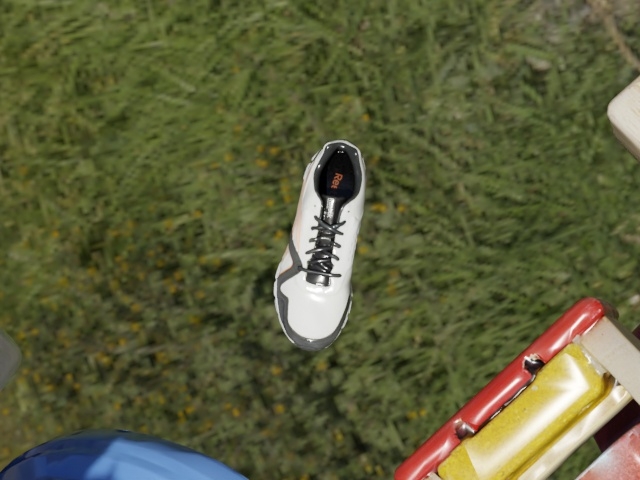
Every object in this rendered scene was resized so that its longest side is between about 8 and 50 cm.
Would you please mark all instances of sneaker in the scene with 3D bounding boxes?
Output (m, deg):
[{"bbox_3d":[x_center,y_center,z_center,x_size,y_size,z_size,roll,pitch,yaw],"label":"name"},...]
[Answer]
[{"bbox_3d":[0.000,0.000,0.680,0.044,0.040,0.109,102,175,-78],"label":"sneaker"}]

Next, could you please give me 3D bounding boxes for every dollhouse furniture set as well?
[{"bbox_3d":[0.185,-0.033,0.567,0.374,0.201,0.152,-43,73,9],"label":"dollhouse furniture set"}]

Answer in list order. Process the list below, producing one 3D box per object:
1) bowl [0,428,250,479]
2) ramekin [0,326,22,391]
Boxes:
[{"bbox_3d":[-0.106,0.313,0.892,0.391,0.077,0.391,15,118,31],"label":"bowl"},{"bbox_3d":[-0.422,0.166,1.367,0.135,0.277,0.277,42,138,-8],"label":"ramekin"}]
